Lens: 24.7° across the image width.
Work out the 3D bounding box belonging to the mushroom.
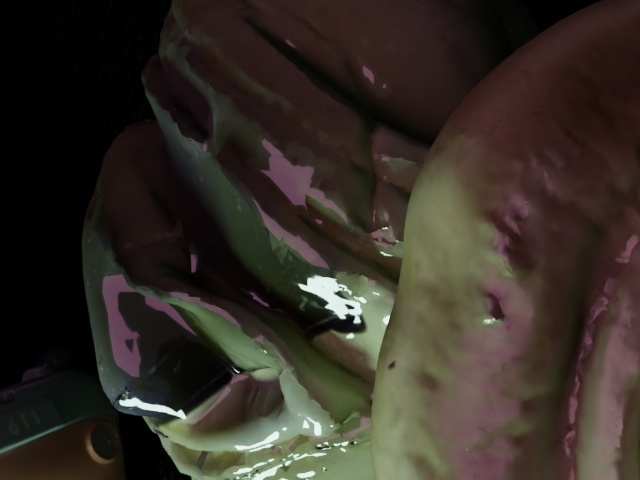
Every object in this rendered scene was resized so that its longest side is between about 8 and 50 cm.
[{"bbox_3d":[0.139,0.050,0.484,0.260,0.254,0.234,46,-178,-11],"label":"mushroom"}]

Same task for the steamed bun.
[{"bbox_3d":[0.000,0.000,0.702,0.275,0.206,0.320,-43,59,50],"label":"steamed bun"}]

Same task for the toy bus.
[{"bbox_3d":[-0.255,0.229,1.108,0.288,0.194,0.232,-32,79,51],"label":"toy bus"}]
